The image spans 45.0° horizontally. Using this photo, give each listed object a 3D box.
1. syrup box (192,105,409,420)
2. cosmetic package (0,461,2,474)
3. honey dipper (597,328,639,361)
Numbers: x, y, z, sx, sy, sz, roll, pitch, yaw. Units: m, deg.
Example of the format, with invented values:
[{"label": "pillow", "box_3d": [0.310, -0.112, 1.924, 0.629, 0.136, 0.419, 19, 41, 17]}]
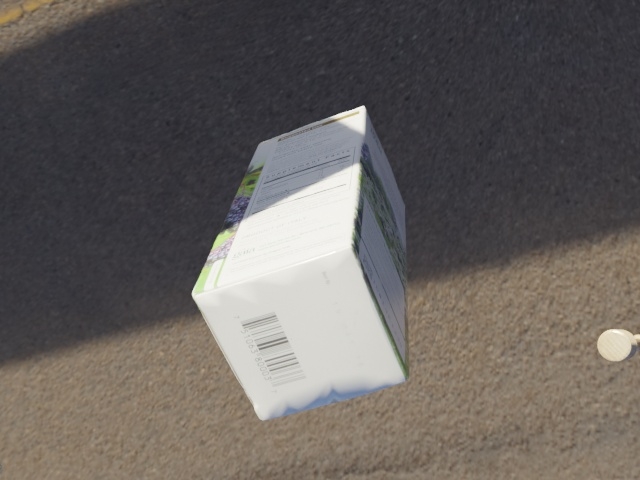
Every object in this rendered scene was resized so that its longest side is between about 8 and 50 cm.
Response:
[{"label": "syrup box", "box_3d": [0.000, 0.000, 0.519, 0.096, 0.237, 0.093, -18, 114, 13]}, {"label": "cosmetic package", "box_3d": [-0.280, 0.093, 0.289, 0.113, 0.309, 0.160, -17, 95, 15]}, {"label": "honey dipper", "box_3d": [0.309, 0.104, 0.772, 0.030, 0.161, 0.030, -4, 82, 31]}]
